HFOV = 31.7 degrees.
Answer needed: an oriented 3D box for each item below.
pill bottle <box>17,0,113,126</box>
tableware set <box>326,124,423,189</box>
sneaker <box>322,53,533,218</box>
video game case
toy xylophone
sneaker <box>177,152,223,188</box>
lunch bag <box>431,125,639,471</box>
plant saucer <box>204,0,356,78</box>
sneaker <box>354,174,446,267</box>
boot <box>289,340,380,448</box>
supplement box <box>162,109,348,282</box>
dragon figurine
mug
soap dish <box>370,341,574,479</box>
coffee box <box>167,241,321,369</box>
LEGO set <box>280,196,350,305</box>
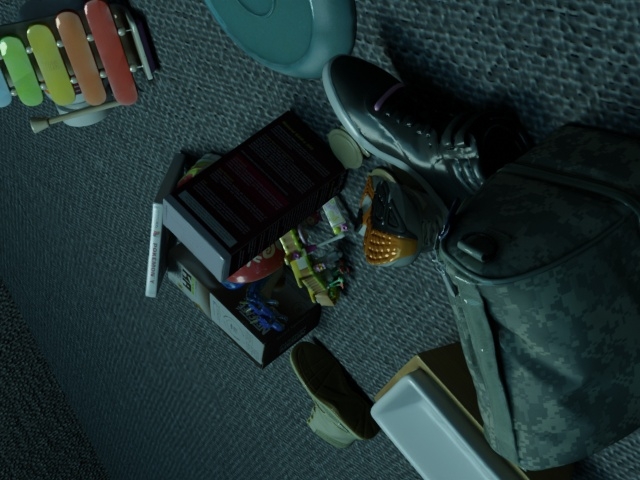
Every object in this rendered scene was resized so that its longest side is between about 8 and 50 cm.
[{"bbox_3d":[-0.441,-0.317,1.977,0.121,0.121,0.221,31,146,38],"label":"pill bottle"},{"bbox_3d":[0.078,-0.113,1.502,0.141,0.020,0.169,51,153,-1],"label":"tableware set"},{"bbox_3d":[0.134,-0.134,1.297,0.296,0.104,0.147,44,152,3],"label":"sneaker"},{"bbox_3d":[-0.267,-0.029,1.948,0.023,0.201,0.183,9,119,0],"label":"video game case"},{"bbox_3d":[-0.428,-0.282,1.874,0.081,0.323,0.236,-101,-9,-48],"label":"toy xylophone"},{"bbox_3d":[-0.161,-0.088,1.836,0.209,0.094,0.081,6,127,54],"label":"sneaker"},{"bbox_3d":[0.252,0.063,1.164,0.213,0.256,0.305,23,141,44],"label":"lunch bag"},{"bbox_3d":[-0.081,-0.340,1.451,0.318,0.044,0.317,38,150,26],"label":"plant saucer"},{"bbox_3d":[0.116,-0.022,1.382,0.262,0.121,0.099,-99,23,-76],"label":"sneaker"},{"bbox_3d":[0.005,0.288,2.057,0.213,0.077,0.165,48,156,3],"label":"boot"},{"bbox_3d":[-0.091,-0.065,1.583,0.130,0.239,0.073,45,154,16],"label":"supplement box"},{"bbox_3d":[-0.135,0.023,1.874,0.289,0.144,0.085,43,152,20],"label":"dragon figurine"},{"bbox_3d":[-0.145,-0.029,1.741,0.113,0.150,0.169,-90,-18,-57],"label":"mug"},{"bbox_3d":[0.222,0.295,1.663,0.291,0.118,0.229,48,154,9],"label":"soap dish"},{"bbox_3d":[-0.134,0.085,1.955,0.246,0.141,0.098,43,152,20],"label":"coffee box"},{"bbox_3d":[0.000,0.000,1.722,0.132,0.107,0.287,-103,-12,-59],"label":"LEGO set"}]
